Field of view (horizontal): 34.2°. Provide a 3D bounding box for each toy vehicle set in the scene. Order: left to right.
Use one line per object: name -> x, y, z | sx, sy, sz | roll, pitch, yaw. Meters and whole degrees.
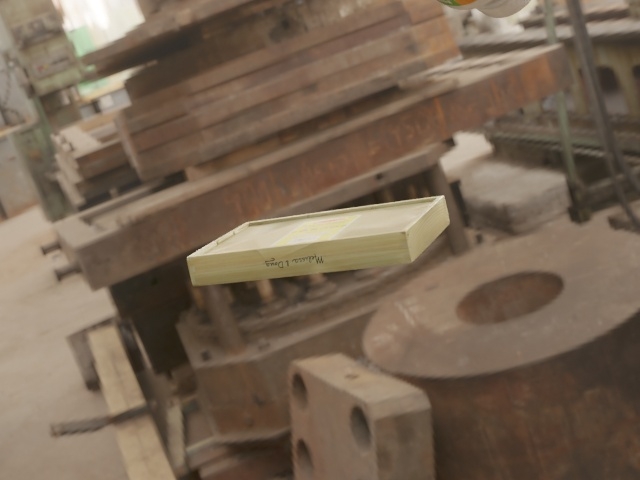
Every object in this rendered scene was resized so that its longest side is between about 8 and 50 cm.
toy vehicle set -> 0.000, 0.000, 1.195 | 0.267, 0.035, 0.166 | -7, 13, 24

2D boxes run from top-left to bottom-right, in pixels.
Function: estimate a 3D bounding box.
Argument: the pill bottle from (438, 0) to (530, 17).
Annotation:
pill bottle -> 0.152, -0.351, 1.208 | 0.136, 0.136, 0.245 | -7, -19, 43
